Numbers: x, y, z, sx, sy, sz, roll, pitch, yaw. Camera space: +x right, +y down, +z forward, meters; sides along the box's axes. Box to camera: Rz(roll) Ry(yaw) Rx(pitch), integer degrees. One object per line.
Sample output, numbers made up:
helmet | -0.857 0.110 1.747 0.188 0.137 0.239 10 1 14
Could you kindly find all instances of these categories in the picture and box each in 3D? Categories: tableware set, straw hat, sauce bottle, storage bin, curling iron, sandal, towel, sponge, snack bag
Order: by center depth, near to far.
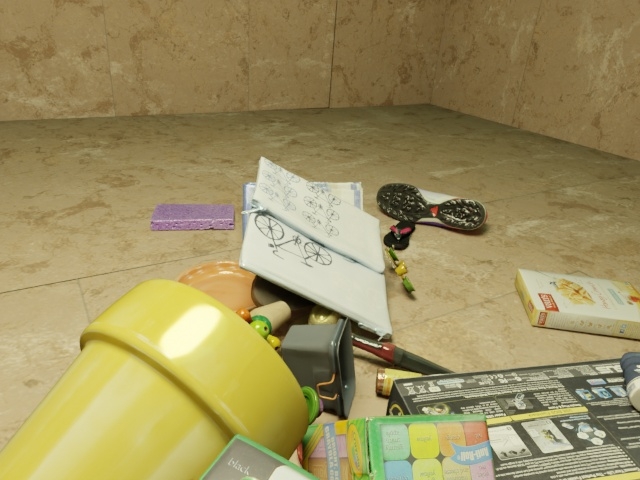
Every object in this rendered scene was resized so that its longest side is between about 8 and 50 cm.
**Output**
storage bin | -0.004 0.188 0.707 0.091 0.135 0.098 -1 24 16
sauce bottle | 0.149 0.224 0.743 0.128 0.042 0.042 5 25 7
curling iron | 0.114 0.201 0.792 0.274 0.035 0.068 14 69 6
straw hat | 0.008 0.145 0.866 0.144 0.061 0.144 3 25 -1
snack bag | 0.000 0.000 0.935 0.323 0.037 0.342 28 34 -18
tableware set | 0.176 0.059 1.049 0.024 0.104 0.154 -33 2 8
towel | -0.037 -0.035 1.110 0.285 0.209 0.034 0 -9 -7
sandal | 0.212 -0.027 1.281 0.067 0.040 0.179 13 27 17
sponge | -0.336 -0.064 1.284 0.210 0.031 0.117 -1 26 -10

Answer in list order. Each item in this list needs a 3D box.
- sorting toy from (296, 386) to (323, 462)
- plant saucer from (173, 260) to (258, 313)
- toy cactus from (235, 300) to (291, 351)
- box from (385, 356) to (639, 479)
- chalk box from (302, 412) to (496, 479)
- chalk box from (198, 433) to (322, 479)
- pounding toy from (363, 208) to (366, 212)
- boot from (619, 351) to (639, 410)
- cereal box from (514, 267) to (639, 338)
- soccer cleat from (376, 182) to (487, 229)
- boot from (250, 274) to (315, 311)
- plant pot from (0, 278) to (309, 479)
sorting toy | -0.009 0.251 0.646 0.042 0.061 0.102 21 51 -36
plant saucer | -0.190 0.101 0.954 0.200 0.037 0.200 3 26 -1
toy cactus | -0.112 0.149 0.721 0.180 0.219 0.112 -26 76 -42
box | 0.317 0.285 0.583 0.395 0.097 0.318 -1 24 -14
chalk box | 0.079 0.235 0.456 0.132 0.213 0.132 8 64 -22
chalk box | -0.040 0.273 0.303 0.180 0.289 0.179 22 30 18
pounding toy | 0.049 -0.042 1.217 0.141 0.100 0.130 3 25 -3
boot | 0.500 0.195 0.625 0.190 0.069 0.086 13 28 16
cereal box | 0.545 0.128 1.001 0.240 0.047 0.173 7 25 5
soccer cleat | 0.319 -0.094 1.395 0.318 0.108 0.116 13 5 24
boot | -0.050 0.077 0.942 0.115 0.112 0.305 -31 -1 32
plant pot | -0.177 0.206 0.471 0.254 0.254 0.239 18 45 26
